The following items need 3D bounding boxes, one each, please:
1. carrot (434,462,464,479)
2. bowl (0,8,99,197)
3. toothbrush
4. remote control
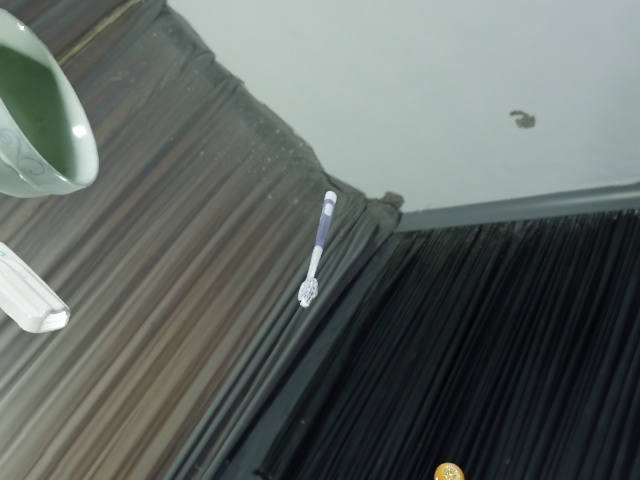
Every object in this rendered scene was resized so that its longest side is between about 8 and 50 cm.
[{"bbox_3d":[0.169,0.341,0.781,0.037,0.037,0.190,21,147,25],"label":"carrot"},{"bbox_3d":[-0.509,-0.199,0.953,0.307,0.163,0.307,-25,-90,-89],"label":"bowl"},{"bbox_3d":[0.000,0.000,0.943,0.024,0.288,0.026,30,126,-12],"label":"toothbrush"},{"bbox_3d":[-0.513,0.070,0.988,0.230,0.049,0.090,34,-161,22],"label":"remote control"}]
